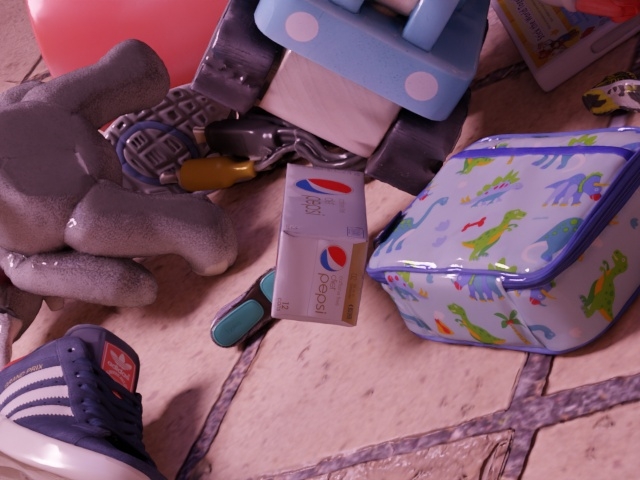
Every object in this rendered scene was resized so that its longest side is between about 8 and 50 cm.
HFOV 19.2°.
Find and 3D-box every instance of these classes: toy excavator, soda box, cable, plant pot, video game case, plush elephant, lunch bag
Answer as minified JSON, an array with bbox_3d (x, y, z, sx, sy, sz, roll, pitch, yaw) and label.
[{"bbox_3d":[0.079,-0.248,1.498,0.445,0.222,0.433,-61,7,33],"label":"toy excavator"},{"bbox_3d":[0.000,0.000,1.529,0.069,0.074,0.216,7,16,-1],"label":"soda box"},{"bbox_3d":[-0.023,-0.086,1.847,0.287,0.072,0.139,9,33,43],"label":"cable"},{"bbox_3d":[-0.159,-0.278,2.116,0.243,0.275,0.275,-15,31,21],"label":"plant pot"},{"bbox_3d":[0.262,-0.238,1.724,0.206,0.026,0.227,-34,25,9],"label":"video game case"},{"bbox_3d":[-0.274,0.002,1.814,0.330,0.272,0.255,-15,-29,-30],"label":"plush elephant"},{"bbox_3d":[0.152,-0.006,1.393,0.176,0.090,0.219,-47,26,-25],"label":"lunch bag"}]

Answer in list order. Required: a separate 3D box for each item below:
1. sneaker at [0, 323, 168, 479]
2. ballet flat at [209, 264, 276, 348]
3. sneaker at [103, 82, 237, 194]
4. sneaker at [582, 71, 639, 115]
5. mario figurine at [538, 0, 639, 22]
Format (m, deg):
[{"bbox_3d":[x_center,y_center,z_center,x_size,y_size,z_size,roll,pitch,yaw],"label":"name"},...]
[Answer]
[{"bbox_3d":[-0.188,0.143,1.539,0.148,0.131,0.350,-51,26,-16],"label":"sneaker"},{"bbox_3d":[-0.048,0.050,1.628,0.114,0.041,0.041,-35,24,4],"label":"ballet flat"},{"bbox_3d":[-0.219,-0.072,2.000,0.297,0.111,0.129,-37,18,1],"label":"sneaker"},{"bbox_3d":[0.248,-0.124,1.534,0.083,0.031,0.035,-1,43,53],"label":"sneaker"},{"bbox_3d":[0.268,-0.237,1.493,0.198,0.170,0.320,-9,39,-7],"label":"mario figurine"}]
